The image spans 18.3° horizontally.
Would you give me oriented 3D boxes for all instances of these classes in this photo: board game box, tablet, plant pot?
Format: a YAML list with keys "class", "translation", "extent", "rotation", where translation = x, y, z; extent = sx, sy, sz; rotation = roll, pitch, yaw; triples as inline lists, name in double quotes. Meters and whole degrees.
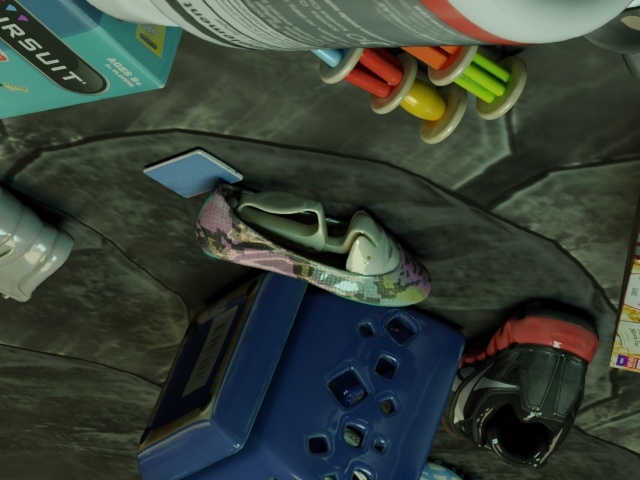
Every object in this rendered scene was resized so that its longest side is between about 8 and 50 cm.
- class: "board game box"
  translation: [-0.297, -0.174, 1.316]
  extent: [0.336, 0.079, 0.254]
  rotation: [-7, 146, 36]
- class: "tablet"
  translation: [-0.113, -0.059, 1.756]
  extent: [0.054, 0.006, 0.083]
  rotation: [32, 150, -32]
- class: "board game box"
  translation: [0.261, -0.002, 1.521]
  extent: [0.045, 0.146, 0.193]
  rotation: [11, 155, 8]
- class: "plant pot"
  translation: [-0.031, 0.166, 1.922]
  extent: [0.212, 0.236, 0.236]
  rotation: [31, 150, -17]

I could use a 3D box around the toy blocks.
- class: "toy blocks"
  translation: [0.060, -0.136, 1.460]
  extent: [0.148, 0.054, 0.123]
  rotation: [29, 151, -27]

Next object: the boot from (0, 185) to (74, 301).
- class: "boot"
  translation: [-0.339, 0.030, 1.943]
  extent: [0.123, 0.095, 0.258]
  rotation: [32, 149, -19]

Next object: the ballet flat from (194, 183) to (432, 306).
- class: "ballet flat"
  translation: [0.000, 0.000, 1.753]
  extent: [0.221, 0.077, 0.079]
  rotation: [16, 133, -6]

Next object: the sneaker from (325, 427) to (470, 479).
- class: "sneaker"
  translation: [0.075, 0.278, 2.246]
  extent: [0.237, 0.086, 0.085]
  rotation: [22, 151, -19]

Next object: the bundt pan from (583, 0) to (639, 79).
- class: "bundt pan"
  translation: [0.273, -0.184, 1.181]
  extent: [0.331, 0.124, 0.331]
  rotation: [11, 155, 5]

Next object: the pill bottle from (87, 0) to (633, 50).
- class: "pill bottle"
  translation: [0.006, -0.212, 1.114]
  extent: [0.210, 0.210, 0.363]
  rotation: [35, 161, -37]

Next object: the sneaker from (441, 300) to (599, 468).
- class: "sneaker"
  translation: [0.175, 0.162, 1.907]
  extent: [0.098, 0.135, 0.276]
  rotation: [18, 155, -12]
